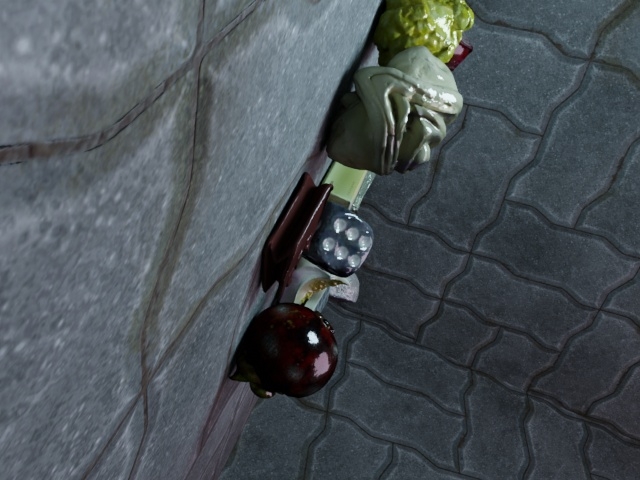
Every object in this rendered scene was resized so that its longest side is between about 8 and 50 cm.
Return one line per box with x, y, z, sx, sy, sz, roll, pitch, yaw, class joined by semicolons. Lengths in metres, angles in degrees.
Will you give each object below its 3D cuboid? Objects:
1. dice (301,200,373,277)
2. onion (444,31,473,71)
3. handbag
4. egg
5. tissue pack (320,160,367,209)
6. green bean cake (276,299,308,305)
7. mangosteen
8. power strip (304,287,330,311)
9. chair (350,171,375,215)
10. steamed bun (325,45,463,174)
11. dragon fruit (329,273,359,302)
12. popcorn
0.036;-0.003;1.669;0.181;0.182;0.183;-61;-154;-8;dice
0.394;-0.714;2.042;0.260;0.282;0.336;-45;-162;31;onion
-0.065;-0.005;1.406;0.275;0.084;0.260;108;6;-62;handbag
-0.044;0.127;1.967;0.271;0.162;0.206;-25;-163;5;egg
0.068;-0.177;1.874;0.159;0.125;0.234;111;4;-52;tissue pack
-0.095;0.251;2.203;0.229;0.131;0.224;-63;174;-49;green bean cake
-0.098;0.331;1.641;0.311;0.311;0.311;24;90;-86;mangosteen
-0.033;0.261;2.023;0.367;0.043;0.106;-54;156;-59;power strip
0.070;-0.123;2.059;0.186;0.160;0.319;98;17;-58;chair
0.202;-0.302;1.430;0.352;0.247;0.339;-16;153;-24;steamed bun
0.051;0.156;2.386;0.283;0.221;0.204;-9;-112;61;dragon fruit
0.262;-0.563;1.476;0.242;0.235;0.250;-44;180;45;popcorn
